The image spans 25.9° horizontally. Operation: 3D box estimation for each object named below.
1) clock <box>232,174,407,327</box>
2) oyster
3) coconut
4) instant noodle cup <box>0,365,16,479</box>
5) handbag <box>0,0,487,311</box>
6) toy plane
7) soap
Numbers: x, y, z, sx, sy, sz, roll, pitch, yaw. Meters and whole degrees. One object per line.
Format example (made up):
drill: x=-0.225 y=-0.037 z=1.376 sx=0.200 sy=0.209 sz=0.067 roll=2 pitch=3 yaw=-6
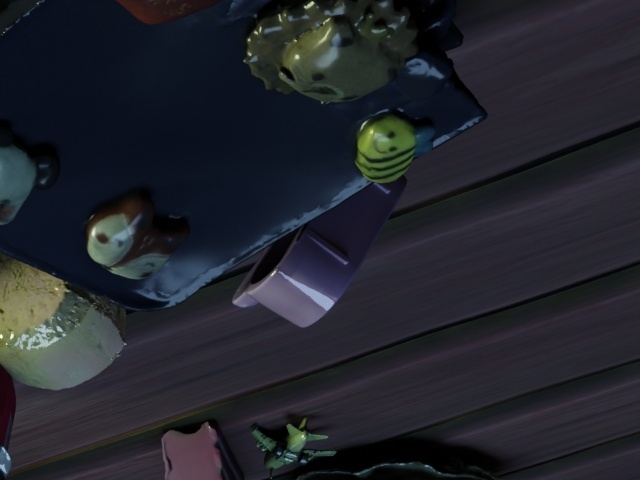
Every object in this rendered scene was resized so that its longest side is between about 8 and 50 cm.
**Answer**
clock: x=0.000 y=0.000 z=1.037 sx=0.050 sy=0.153 sz=0.110 roll=38 pitch=146 yaw=-9
oyster: x=0.129 y=0.337 z=1.706 sx=0.351 sy=0.158 sz=0.162 roll=18 pitch=176 yaw=-23
coconut: x=-0.210 y=0.056 z=1.088 sx=0.116 sy=0.116 sz=0.122 roll=-15 pitch=152 yaw=6
instant noodle cup: x=-0.348 y=0.161 z=1.105 sx=0.302 sy=0.182 sz=0.258 roll=-23 pitch=121 yaw=19
handbag: x=-0.087 y=-0.096 z=0.866 sx=0.329 sy=0.122 sz=0.303 roll=-27 pitch=147 yaw=23
toy plane: x=-0.037 y=0.232 z=1.547 sx=0.102 sy=0.040 sz=0.111 roll=22 pitch=138 yaw=-18
soap: x=-0.120 y=0.293 z=1.540 sx=0.065 sy=0.122 sz=0.203 roll=-12 pitch=150 yaw=2
